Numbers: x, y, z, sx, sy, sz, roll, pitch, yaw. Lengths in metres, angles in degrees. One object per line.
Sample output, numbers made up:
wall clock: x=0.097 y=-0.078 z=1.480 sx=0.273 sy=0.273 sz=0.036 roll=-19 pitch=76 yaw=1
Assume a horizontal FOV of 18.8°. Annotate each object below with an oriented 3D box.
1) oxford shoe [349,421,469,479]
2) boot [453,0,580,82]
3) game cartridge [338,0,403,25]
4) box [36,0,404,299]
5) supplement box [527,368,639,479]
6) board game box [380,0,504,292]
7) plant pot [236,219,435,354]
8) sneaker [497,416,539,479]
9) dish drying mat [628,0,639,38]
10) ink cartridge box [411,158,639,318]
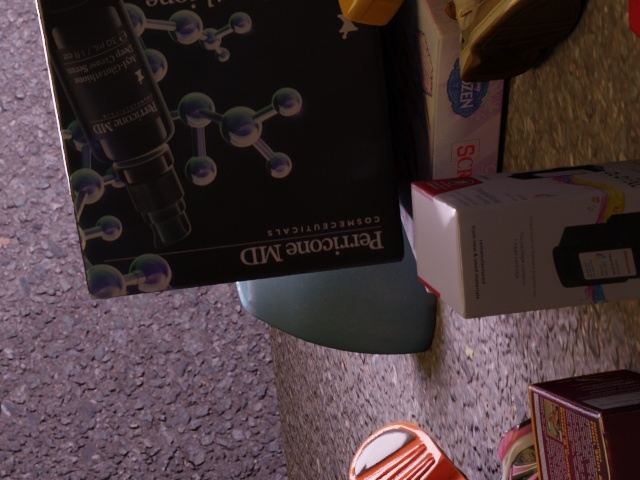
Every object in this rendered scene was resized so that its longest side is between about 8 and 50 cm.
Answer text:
oxford shoe: x=0.156 y=0.319 z=1.905 sx=0.133 sy=0.130 sz=0.364 roll=47 pitch=-174 yaw=-36
boot: x=0.138 y=-0.224 z=1.497 sx=0.213 sy=0.077 sz=0.165 roll=124 pitch=139 yaw=-78
game cartridge: x=0.075 y=-0.365 z=1.405 sx=0.324 sy=0.052 sz=0.285 roll=-50 pitch=44 yaw=42
box: x=-0.094 y=-0.177 z=1.762 sx=0.212 sy=0.293 sz=0.396 roll=-96 pitch=-1 yaw=-69
supplement box: x=0.214 y=0.155 z=1.371 sx=0.188 sy=0.080 sz=0.104 roll=-167 pitch=68 yaw=-81
board game box: x=0.096 y=-0.173 z=1.827 sx=0.318 sy=0.066 sz=0.319 roll=90 pitch=168 yaw=-46
plant pot: x=0.000 y=0.000 z=2.196 sx=0.290 sy=0.195 sz=0.290 roll=171 pitch=90 yaw=-81
sneaker: x=0.187 y=0.230 z=1.674 sx=0.178 sy=0.072 sz=0.077 roll=83 pitch=162 yaw=-52
dish drying mat: x=0.212 y=-0.176 z=1.286 sx=0.032 sy=0.008 sz=0.083 roll=-115 pitch=17 yaw=-63
ink cartridge box: x=0.159 y=-0.005 z=1.261 sx=0.127 sy=0.175 sz=0.072 roll=-139 pitch=43 yaw=-76
